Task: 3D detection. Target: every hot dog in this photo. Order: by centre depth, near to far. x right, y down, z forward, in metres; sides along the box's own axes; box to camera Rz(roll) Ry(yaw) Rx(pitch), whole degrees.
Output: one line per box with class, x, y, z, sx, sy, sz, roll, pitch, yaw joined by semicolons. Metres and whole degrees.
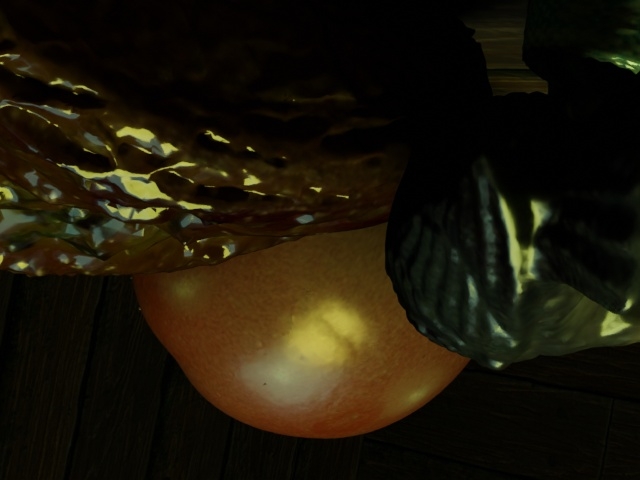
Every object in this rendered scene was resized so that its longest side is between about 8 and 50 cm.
hot dog;-0.097;-0.072;0.857;0.387;0.174;0.267;13;167;-28

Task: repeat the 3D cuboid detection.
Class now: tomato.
tomato;0.000;0.000;1.129;0.256;0.256;0.224;13;145;-36

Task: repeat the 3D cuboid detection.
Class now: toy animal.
toy animal;0.112;0.004;0.730;0.185;0.122;0.298;16;175;18

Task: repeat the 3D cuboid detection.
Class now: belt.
belt;0.144;-0.081;0.794;0.087;0.072;0.302;13;177;11
